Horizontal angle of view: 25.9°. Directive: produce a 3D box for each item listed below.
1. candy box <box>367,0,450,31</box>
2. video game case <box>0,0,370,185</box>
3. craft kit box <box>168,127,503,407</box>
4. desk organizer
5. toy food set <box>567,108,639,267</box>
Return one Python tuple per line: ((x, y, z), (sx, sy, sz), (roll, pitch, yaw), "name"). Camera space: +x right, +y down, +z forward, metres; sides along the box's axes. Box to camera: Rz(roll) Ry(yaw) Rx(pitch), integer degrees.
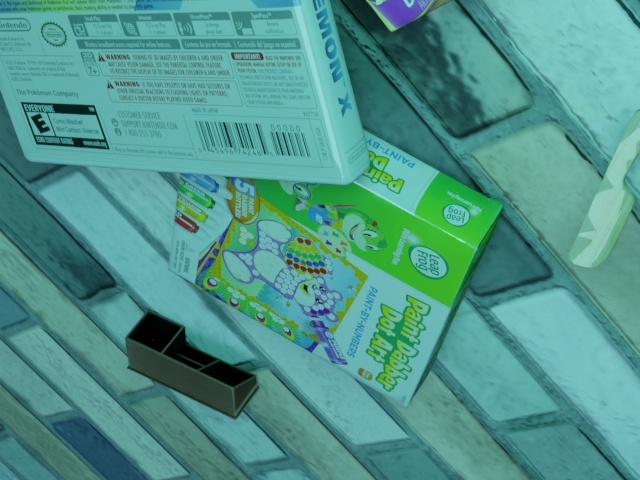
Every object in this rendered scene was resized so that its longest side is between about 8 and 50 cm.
((0.076, -0.204, 0.806), (0.109, 0.053, 0.187), (48, 143, -18), "candy box")
((-0.137, -0.185, 0.978), (0.329, 0.036, 0.300), (6, 124, 37), "video game case")
((0.000, 0.000, 1.119), (0.247, 0.061, 0.250), (27, 145, 9), "craft kit box")
((-0.128, 0.122, 1.383), (0.130, 0.047, 0.050), (23, 141, 19), "desk organizer")
((0.278, -0.013, 0.857), (0.218, 0.071, 0.128), (21, 119, 18), "toy food set")
